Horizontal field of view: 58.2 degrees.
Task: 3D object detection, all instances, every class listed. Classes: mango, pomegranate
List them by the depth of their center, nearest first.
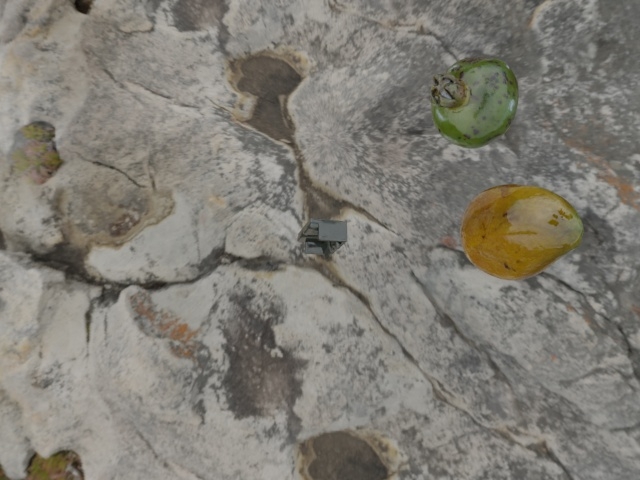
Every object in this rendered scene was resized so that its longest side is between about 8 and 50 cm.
[{"bbox_3d":[0.218,-0.012,0.654,0.089,0.165,0.115,-40,78,-14],"label":"mango"},{"bbox_3d":[0.320,-0.306,1.248,0.202,0.247,0.202,-5,83,40],"label":"pomegranate"}]

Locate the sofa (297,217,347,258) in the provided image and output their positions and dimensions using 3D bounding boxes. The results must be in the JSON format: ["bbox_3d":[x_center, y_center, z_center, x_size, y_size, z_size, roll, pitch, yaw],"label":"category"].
[{"bbox_3d":[0.000,0.000,1.259,0.085,0.147,0.060,5,76,-13],"label":"sofa"}]
